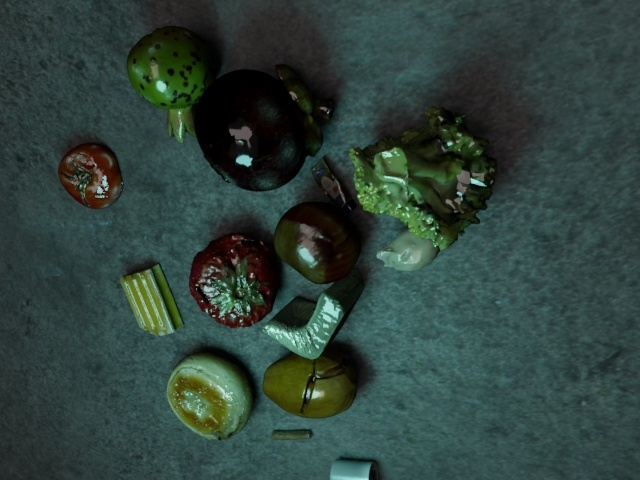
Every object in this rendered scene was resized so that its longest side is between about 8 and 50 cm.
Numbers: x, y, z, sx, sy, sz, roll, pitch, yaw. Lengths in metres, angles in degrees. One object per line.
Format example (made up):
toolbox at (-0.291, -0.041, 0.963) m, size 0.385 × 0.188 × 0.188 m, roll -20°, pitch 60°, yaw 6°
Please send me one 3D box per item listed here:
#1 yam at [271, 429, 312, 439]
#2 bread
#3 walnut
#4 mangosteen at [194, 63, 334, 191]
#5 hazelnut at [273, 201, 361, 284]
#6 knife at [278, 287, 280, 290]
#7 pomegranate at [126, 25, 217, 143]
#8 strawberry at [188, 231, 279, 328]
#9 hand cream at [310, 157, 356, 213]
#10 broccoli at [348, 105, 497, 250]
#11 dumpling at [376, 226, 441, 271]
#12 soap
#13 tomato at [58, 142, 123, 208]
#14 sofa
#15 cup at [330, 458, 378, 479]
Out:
yam at (-0.096, 0.645, 1.651) m, size 0.145 × 0.032 × 0.032 m, roll -12°, pitch 102°, yaw 25°
bread at (-0.356, 0.505, 1.641) m, size 0.305 × 0.158 × 0.306 m, roll 5°, pitch 105°, yaw 20°
walnut at (-0.047, 0.424, 1.474) m, size 0.336 × 0.209 × 0.209 m, roll -15°, pitch 100°, yaw 33°
mangosteen at (-0.156, -0.283, 1.240) m, size 0.329 × 0.330 × 0.331 m, roll 7°, pitch 109°, yaw 20°
hazelnut at (0.000, 0.000, 1.315) m, size 0.229 × 0.229 × 0.230 m, roll 7°, pitch 109°, yaw 20°
knife at (-0.213, 0.192, 1.564) m, size 0.212 × 0.015 × 0.054 m, roll -40°, pitch 89°, yaw 27°
pomegranate at (-0.380, -0.436, 1.353) m, size 0.230 × 0.231 × 0.286 m, roll 4°, pitch 149°, yaw 21°
strawberry at (-0.253, 0.109, 1.456) m, size 0.273 × 0.220 × 0.275 m, roll -1°, pitch 94°, yaw -19°
hand cream at (0.035, -0.144, 1.349) m, size 0.163 × 0.039 × 0.062 m, roll 51°, pitch 133°, yaw 3°
broccoli at (0.217, -0.165, 1.125) m, size 0.347 × 0.280 × 0.294 m, roll 28°, pitch 105°, yaw 22°
dumpling at (0.242, 0.023, 1.274) m, size 0.198 × 0.136 × 0.119 m, roll -14°, pitch 65°, yaw 5°
soap at (-0.570, 0.207, 1.681) m, size 0.140 × 0.073 × 0.232 m, roll -14°, pitch 101°, yaw 27°
tomato at (-0.760, -0.209, 1.615) m, size 0.227 × 0.101 × 0.228 m, roll 5°, pitch 107°, yaw 17°
sofa at (-0.012, 0.179, 1.377) m, size 0.176 × 0.210 × 0.226 m, roll 32°, pitch 119°, yaw 11°
cup at (0.111, 0.760, 1.565) m, size 0.133 × 0.099 × 0.136 m, roll -5°, pitch 103°, yaw 22°
